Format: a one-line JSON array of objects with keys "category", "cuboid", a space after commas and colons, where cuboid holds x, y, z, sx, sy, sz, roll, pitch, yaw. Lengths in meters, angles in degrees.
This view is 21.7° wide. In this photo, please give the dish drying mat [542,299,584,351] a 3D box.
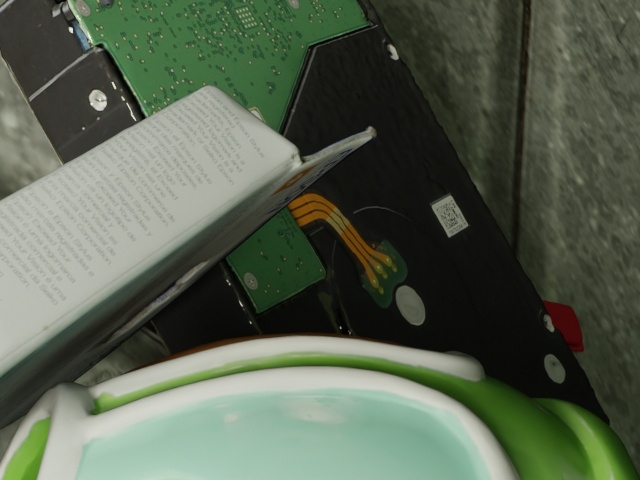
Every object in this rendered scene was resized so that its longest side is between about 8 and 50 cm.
[{"category": "dish drying mat", "cuboid": [0.134, 0.050, 1.026, 0.083, 0.008, 0.032, 12, 56, -45]}]

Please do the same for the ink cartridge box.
[{"category": "ink cartridge box", "cuboid": [-0.113, 0.036, 0.560, 0.045, 0.223, 0.224, 53, 35, 2]}]

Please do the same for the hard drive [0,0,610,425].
[{"category": "hard drive", "cuboid": [0.000, 0.000, 0.855, 0.237, 0.064, 0.339, -29, 89, -54]}]

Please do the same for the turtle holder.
[{"category": "turtle holder", "cuboid": [-0.022, 0.181, 0.556, 0.227, 0.243, 0.320, 24, 87, -16]}]
